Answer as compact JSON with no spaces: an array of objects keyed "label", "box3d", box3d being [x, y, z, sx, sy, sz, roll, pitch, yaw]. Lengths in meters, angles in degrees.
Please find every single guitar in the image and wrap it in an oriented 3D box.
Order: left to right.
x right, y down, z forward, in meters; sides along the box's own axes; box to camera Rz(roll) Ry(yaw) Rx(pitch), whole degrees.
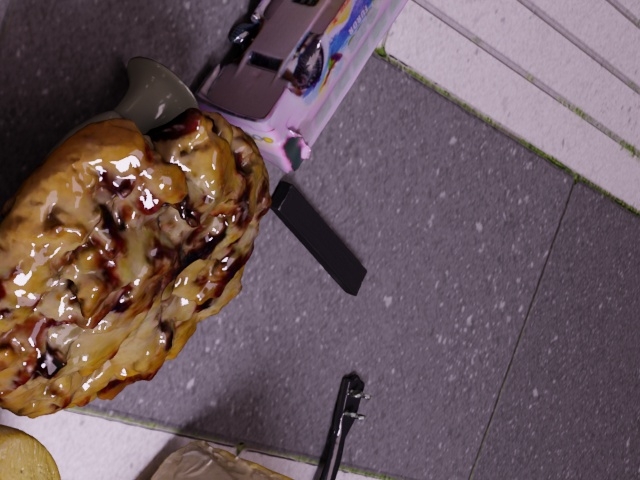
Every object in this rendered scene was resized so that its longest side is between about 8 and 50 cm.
[{"label":"guitar","box3d":[0.003,0.269,1.951,0.084,0.038,0.271,22,87,-59]}]

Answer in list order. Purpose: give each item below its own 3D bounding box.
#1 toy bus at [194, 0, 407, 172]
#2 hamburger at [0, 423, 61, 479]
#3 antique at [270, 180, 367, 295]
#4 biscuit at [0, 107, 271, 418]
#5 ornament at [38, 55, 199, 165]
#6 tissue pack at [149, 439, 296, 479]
[{"label":"toy bus","box3d":[0.002,-0.191,1.677,0.274,0.090,0.112,-57,151,-20]},{"label":"hamburger","box3d":[-0.280,0.223,1.432,0.189,0.122,0.215,-26,123,-56]},{"label":"antique","box3d":[0.000,0.000,1.834,0.031,0.015,0.192,-63,147,-15]},{"label":"biscuit","box3d":[-0.148,0.027,1.466,0.289,0.081,0.334,-45,158,-3]},{"label":"ornament","box3d":[-0.168,-0.070,1.494,0.156,0.074,0.081,-51,164,-27]},{"label":"tissue pack","box3d":[-0.086,0.425,1.717,0.293,0.228,0.382,-51,142,-38]}]
